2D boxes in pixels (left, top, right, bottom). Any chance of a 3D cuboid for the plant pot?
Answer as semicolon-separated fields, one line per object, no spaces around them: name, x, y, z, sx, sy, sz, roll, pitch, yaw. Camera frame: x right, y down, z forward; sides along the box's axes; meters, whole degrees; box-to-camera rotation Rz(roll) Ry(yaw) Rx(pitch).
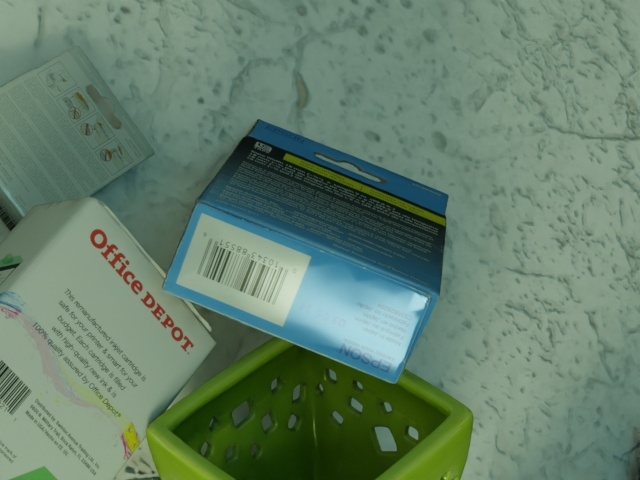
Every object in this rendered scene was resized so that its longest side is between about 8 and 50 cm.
plant pot;-0.007;0.245;1.337;0.227;0.228;0.207;-33;136;-34

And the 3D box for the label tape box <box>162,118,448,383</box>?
label tape box;0.000;0.000;1.420;0.241;0.333;0.106;22;109;0

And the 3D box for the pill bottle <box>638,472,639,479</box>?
pill bottle;0.423;0.300;1.661;0.087;0.087;0.160;28;63;-20

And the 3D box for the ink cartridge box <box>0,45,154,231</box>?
ink cartridge box;-0.278;-0.101;1.419;0.145;0.045;0.179;54;48;-4

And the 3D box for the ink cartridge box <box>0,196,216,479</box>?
ink cartridge box;-0.259;0.125;1.285;0.201;0.117;0.278;53;56;-26
